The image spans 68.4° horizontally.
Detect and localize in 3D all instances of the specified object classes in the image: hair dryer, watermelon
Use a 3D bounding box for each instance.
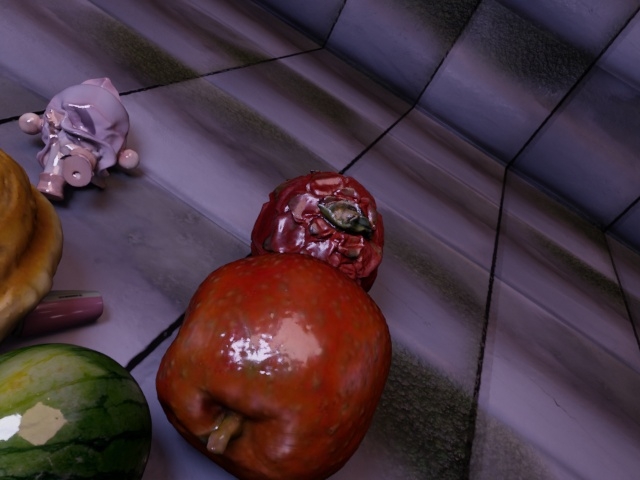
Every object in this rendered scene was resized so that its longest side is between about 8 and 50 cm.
[{"bbox_3d":[-0.371,0.056,0.629,0.106,0.054,0.154,-8,46,-50],"label":"hair dryer"},{"bbox_3d":[-0.250,0.193,0.436,0.188,0.188,0.215,47,-3,22],"label":"watermelon"}]

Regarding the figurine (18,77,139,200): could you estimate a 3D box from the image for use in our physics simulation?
[{"bbox_3d":[-0.411,-0.178,0.815,0.200,0.133,0.276,18,37,-26],"label":"figurine"}]

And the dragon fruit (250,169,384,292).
[{"bbox_3d":[0.000,0.000,0.828,0.244,0.245,0.299,23,10,-13],"label":"dragon fruit"}]

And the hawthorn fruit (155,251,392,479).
[{"bbox_3d":[-0.054,0.152,0.564,0.275,0.275,0.300,35,25,4],"label":"hawthorn fruit"}]

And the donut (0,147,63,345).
[{"bbox_3d":[-0.495,-0.003,0.444,0.448,0.198,0.449,15,33,-10],"label":"donut"}]
